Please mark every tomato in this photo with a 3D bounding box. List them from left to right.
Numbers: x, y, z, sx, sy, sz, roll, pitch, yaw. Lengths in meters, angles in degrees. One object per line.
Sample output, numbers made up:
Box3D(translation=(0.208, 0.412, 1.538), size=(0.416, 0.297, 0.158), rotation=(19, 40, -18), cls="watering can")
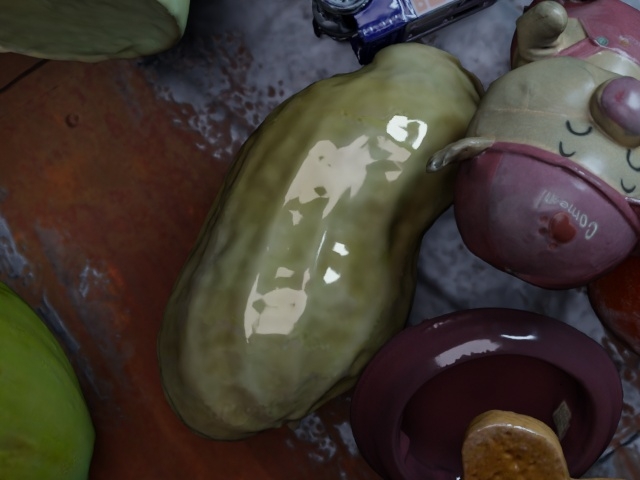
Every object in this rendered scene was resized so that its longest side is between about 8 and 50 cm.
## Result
Box3D(translation=(0.278, 0.030, 1.350), size=(0.159, 0.091, 0.139), rotation=(43, 94, 4), cls="tomato")

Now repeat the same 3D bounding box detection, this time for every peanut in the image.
Box3D(translation=(-0.006, -0.002, 1.350), size=(0.174, 0.158, 0.340), rotation=(20, 85, 32), cls="peanut")

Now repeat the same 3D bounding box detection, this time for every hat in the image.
Box3D(translation=(0.122, 0.119, 1.350), size=(0.205, 0.089, 0.205), rotation=(-3, 125, -5), cls="hat")

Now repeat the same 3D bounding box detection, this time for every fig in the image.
Box3D(translation=(-0.294, 0.131, 1.350), size=(0.271, 0.239, 0.239), rotation=(28, 91, -21), cls="fig")

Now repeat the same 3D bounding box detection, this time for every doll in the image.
Box3D(translation=(0.194, -0.078, 1.288), size=(0.196, 0.152, 0.256), rotation=(15, 54, 13), cls="doll")

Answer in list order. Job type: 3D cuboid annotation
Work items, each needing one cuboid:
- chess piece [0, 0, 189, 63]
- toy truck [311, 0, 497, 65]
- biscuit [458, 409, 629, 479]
Box3D(translation=(-0.184, -0.371, 1.310), size=(0.234, 0.234, 0.442), rotation=(6, 76, 6), cls="chess piece")
Box3D(translation=(0.030, -0.284, 1.375), size=(0.155, 0.124, 0.268), rotation=(-23, 87, -2), cls="toy truck")
Box3D(translation=(0.096, 0.269, 1.350), size=(0.205, 0.049, 0.324), rotation=(34, 107, -11), cls="biscuit")
